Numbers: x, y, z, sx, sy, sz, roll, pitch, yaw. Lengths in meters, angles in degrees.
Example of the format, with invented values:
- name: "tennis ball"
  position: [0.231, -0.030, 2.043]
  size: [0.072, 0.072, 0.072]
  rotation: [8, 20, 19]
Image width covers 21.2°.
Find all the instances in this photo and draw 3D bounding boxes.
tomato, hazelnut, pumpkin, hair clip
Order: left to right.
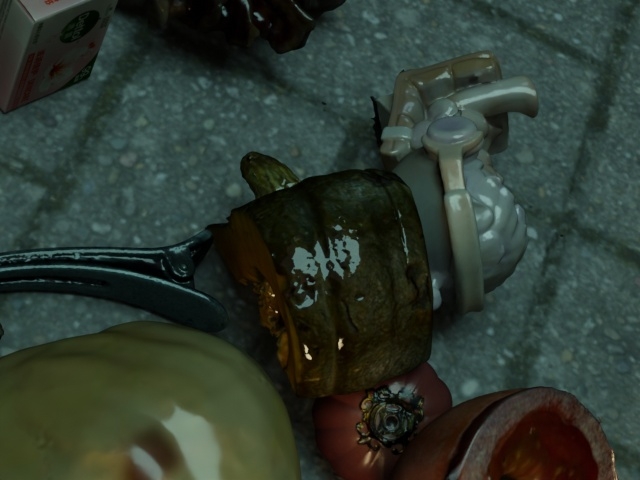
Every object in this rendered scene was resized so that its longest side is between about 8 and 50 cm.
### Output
- name: "hair clip"
  position: [-0.208, 0.034, 1.272]
  size: [0.275, 0.048, 0.083]
  rotation: [-2, 62, -17]
- name: "hazelnut"
  position: [-0.121, 0.172, 1.088]
  size: [0.261, 0.261, 0.241]
  rotation: [-19, 83, -31]
- name: "pumpkin"
  position: [-0.002, -0.005, 1.276]
  size: [0.131, 0.126, 0.248]
  rotation: [-17, 36, -16]
- name: "tomato"
  position: [0.120, 0.209, 1.222]
  size: [0.199, 0.112, 0.228]
  rotation: [4, 94, -42]

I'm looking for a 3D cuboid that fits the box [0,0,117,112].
- name: "box"
  position: [-0.214, -0.164, 1.342]
  size: [0.089, 0.125, 0.043]
  rotation: [-29, 74, -33]

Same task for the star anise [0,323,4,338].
- name: "star anise"
  position: [-0.330, 0.042, 1.169]
  size: [0.262, 0.081, 0.230]
  rotation: [18, 79, 14]

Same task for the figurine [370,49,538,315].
- name: "figurine"
  position: [0.112, -0.038, 1.373]
  size: [0.141, 0.162, 0.236]
  rotation: [-5, 42, 5]

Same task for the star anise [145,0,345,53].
- name: "star anise"
  position: [-0.093, -0.233, 1.462]
  size: [0.220, 0.099, 0.214]
  rotation: [33, 38, 8]

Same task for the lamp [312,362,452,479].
- name: "lamp"
  position: [0.047, 0.133, 1.271]
  size: [0.107, 0.092, 0.107]
  rotation: [0, 88, -4]
